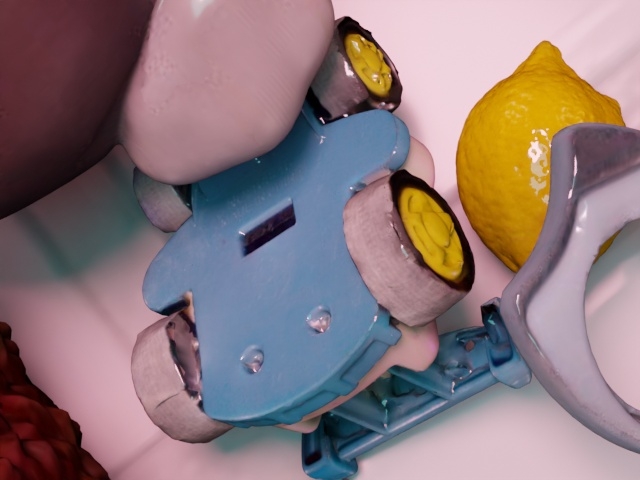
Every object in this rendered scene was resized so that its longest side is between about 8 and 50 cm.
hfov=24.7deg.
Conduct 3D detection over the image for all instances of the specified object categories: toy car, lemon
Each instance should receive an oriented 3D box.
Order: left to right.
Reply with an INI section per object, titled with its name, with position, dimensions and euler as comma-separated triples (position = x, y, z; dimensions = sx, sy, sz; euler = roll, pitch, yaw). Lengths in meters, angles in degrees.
[toy car]
position = 0.000, 0.000, 0.536
dimensions = 0.126, 0.098, 0.161
euler = -32, 48, 26
[lemon]
position = 0.081, -0.028, 0.528
dimensions = 0.065, 0.065, 0.092
euler = -1, 83, 9

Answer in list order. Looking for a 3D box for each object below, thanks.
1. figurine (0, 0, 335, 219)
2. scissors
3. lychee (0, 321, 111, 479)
[figurine]
position = -0.185, -0.137, 0.525
dimensions = 0.218, 0.206, 0.365
euler = -35, 43, -13
[scissors]
position = 0.195, 0.107, 0.491
dimensions = 0.191, 0.029, 0.360
euler = -23, 86, -20
[lychee]
position = -0.183, 0.120, 0.471
dimensions = 0.236, 0.236, 0.271
euler = 42, 109, 11
